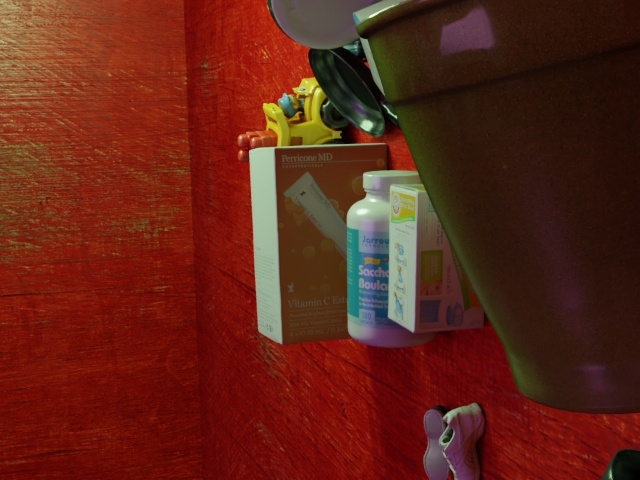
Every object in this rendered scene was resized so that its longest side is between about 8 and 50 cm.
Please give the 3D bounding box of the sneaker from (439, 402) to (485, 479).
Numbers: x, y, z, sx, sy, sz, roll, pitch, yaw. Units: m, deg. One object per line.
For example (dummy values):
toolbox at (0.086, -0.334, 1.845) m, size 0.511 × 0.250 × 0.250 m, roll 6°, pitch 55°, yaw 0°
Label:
sneaker at (0.204, 0.314, 1.401) m, size 0.053 × 0.061 × 0.152 m, roll -143°, pitch 50°, yaw -64°

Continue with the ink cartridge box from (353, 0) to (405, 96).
ink cartridge box at (0.120, -0.283, 1.428) m, size 0.092 × 0.089 × 0.143 m, roll -114°, pitch 0°, yaw -48°

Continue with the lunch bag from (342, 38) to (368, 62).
lunch bag at (0.079, -0.342, 1.635) m, size 0.098 × 0.067 × 0.065 m, roll -155°, pitch 63°, yaw -68°

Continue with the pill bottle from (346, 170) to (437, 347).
pill bottle at (0.113, 0.025, 1.478) m, size 0.146 × 0.146 × 0.264 m, roll -156°, pitch 63°, yaw -70°

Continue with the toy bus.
toy bus at (-0.055, -0.214, 1.843) m, size 0.149 × 0.211 × 0.220 m, roll -135°, pitch 45°, yaw -66°

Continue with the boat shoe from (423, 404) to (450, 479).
boat shoe at (0.187, 0.323, 1.489) m, size 0.046 × 0.038 × 0.125 m, roll -4°, pitch 97°, yaw 30°

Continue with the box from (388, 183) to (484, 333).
box at (0.168, 0.021, 1.361) m, size 0.103 × 0.114 × 0.203 m, roll -154°, pitch 62°, yaw -70°

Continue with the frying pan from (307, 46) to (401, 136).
frying pan at (0.078, -0.257, 1.584) m, size 0.197 × 0.053 × 0.326 m, roll 54°, pitch 166°, yaw -21°

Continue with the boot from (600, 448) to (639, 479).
boot at (0.275, 0.400, 1.053) m, size 0.367 × 0.146 × 0.445 m, roll 52°, pitch 147°, yaw 43°

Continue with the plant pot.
plant pot at (0.249, -0.055, 0.804) m, size 0.366 × 0.366 × 0.353 m, roll -174°, pitch 69°, yaw -72°

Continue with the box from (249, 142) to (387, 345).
box at (0.000, 0.000, 1.712) m, size 0.168 × 0.214 × 0.346 m, roll -168°, pitch 75°, yaw -71°

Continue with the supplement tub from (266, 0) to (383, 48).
supplement tub at (-0.002, -0.480, 1.603) m, size 0.316 × 0.193 × 0.194 m, roll -96°, pitch 14°, yaw -49°
